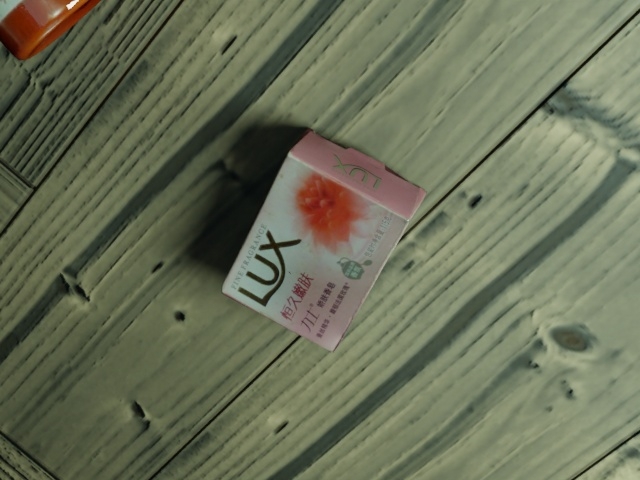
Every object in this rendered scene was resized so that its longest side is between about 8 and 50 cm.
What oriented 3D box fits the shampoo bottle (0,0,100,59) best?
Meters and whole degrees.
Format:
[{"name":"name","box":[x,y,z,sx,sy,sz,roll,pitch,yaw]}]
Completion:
[{"name":"shampoo bottle","box":[-0.271,-0.267,0.882,0.104,0.104,0.278,-35,102,29]}]

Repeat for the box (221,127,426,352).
[{"name":"box","box":[0.000,0.000,0.963,0.111,0.060,0.156,28,120,3]}]
